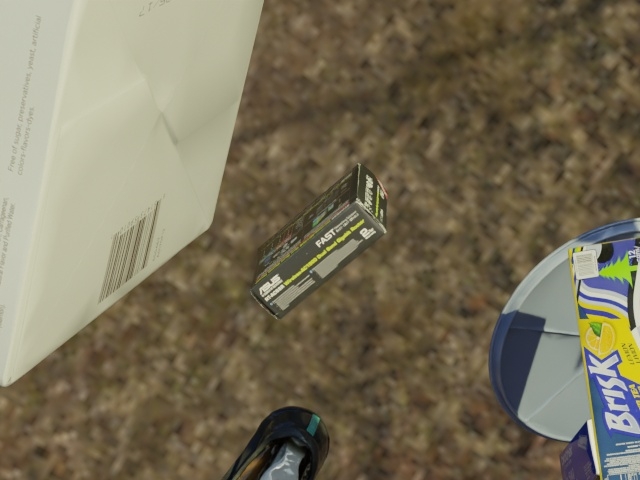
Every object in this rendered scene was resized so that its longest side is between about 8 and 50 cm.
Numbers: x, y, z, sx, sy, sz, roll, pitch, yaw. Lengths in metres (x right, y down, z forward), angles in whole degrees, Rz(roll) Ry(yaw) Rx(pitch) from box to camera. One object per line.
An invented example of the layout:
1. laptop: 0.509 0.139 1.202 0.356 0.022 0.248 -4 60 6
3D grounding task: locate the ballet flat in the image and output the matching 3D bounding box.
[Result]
1. ballet flat: -0.084 0.282 1.814 0.280 0.095 0.096 -61 6 4

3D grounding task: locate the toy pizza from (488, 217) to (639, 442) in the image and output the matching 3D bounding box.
1. toy pizza: 0.216 0.065 1.416 0.201 0.201 0.032 -49 35 14

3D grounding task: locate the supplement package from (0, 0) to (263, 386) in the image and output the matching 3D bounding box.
1. supplement package: -0.184 -0.103 0.845 0.199 0.262 0.198 -42 -29 -59

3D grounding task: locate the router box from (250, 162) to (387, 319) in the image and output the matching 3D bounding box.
1. router box: 0.000 0.000 1.569 0.122 0.038 0.092 -40 14 17

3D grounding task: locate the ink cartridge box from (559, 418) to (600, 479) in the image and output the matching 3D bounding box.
1. ink cartridge box: 0.292 0.158 1.430 0.097 0.207 0.046 106 158 -67

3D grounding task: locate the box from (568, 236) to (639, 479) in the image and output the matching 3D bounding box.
1. box: 0.201 0.085 1.223 0.054 0.059 0.169 -9 83 19
